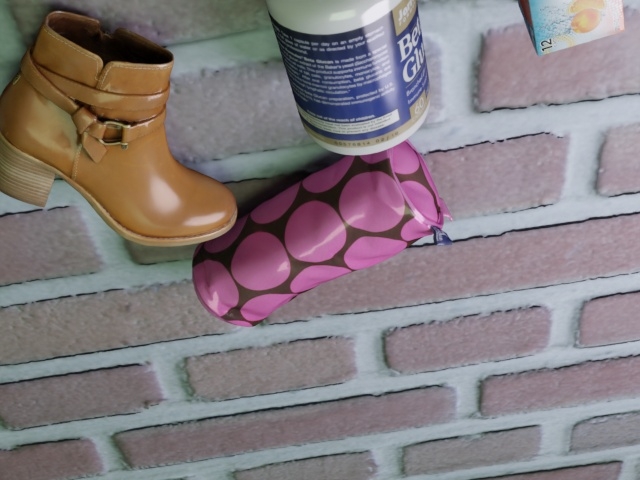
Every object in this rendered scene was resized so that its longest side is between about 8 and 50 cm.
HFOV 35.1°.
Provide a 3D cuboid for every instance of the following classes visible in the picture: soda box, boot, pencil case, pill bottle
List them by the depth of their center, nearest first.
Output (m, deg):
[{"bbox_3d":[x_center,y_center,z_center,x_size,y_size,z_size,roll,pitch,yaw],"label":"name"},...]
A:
[{"bbox_3d":[0.146,-0.205,0.627,0.063,0.058,0.183,-15,139,8],"label":"soda box"},{"bbox_3d":[0.016,-0.143,0.651,0.094,0.094,0.169,-12,141,5],"label":"pill bottle"},{"bbox_3d":[-0.129,-0.076,0.729,0.197,0.073,0.152,11,133,-25],"label":"boot"},{"bbox_3d":[0.000,0.000,0.829,0.209,0.095,0.098,-25,153,23],"label":"pencil case"}]
